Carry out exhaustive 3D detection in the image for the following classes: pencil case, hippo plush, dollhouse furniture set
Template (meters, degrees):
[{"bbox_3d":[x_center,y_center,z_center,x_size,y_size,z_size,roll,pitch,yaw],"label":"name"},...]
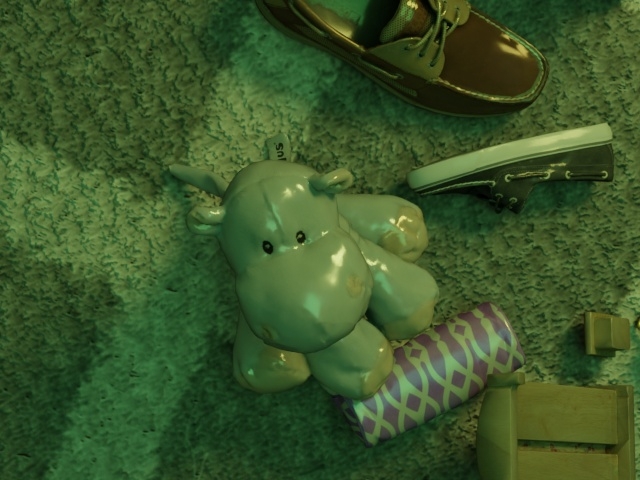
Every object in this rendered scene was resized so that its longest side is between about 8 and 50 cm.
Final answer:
[{"bbox_3d":[0.111,0.139,1.326,0.206,0.088,0.086,-25,96,-6],"label":"pencil case"},{"bbox_3d":[0.000,0.000,1.198,0.234,0.236,0.294,-17,78,-6],"label":"hippo plush"},{"bbox_3d":[0.162,0.240,1.299,0.303,0.173,0.356,12,75,-41],"label":"dollhouse furniture set"}]

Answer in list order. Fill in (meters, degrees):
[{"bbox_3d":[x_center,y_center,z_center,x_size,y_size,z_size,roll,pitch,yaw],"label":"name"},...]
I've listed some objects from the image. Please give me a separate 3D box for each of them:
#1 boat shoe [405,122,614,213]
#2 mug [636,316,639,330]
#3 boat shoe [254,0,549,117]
[{"bbox_3d":[0.205,-0.066,1.344,0.228,0.080,0.076,-13,91,-15],"label":"boat shoe"},{"bbox_3d":[0.391,0.097,1.378,0.078,0.062,0.064,36,79,-13],"label":"mug"},{"bbox_3d":[0.085,-0.212,1.299,0.324,0.116,0.123,18,89,-8],"label":"boat shoe"}]
